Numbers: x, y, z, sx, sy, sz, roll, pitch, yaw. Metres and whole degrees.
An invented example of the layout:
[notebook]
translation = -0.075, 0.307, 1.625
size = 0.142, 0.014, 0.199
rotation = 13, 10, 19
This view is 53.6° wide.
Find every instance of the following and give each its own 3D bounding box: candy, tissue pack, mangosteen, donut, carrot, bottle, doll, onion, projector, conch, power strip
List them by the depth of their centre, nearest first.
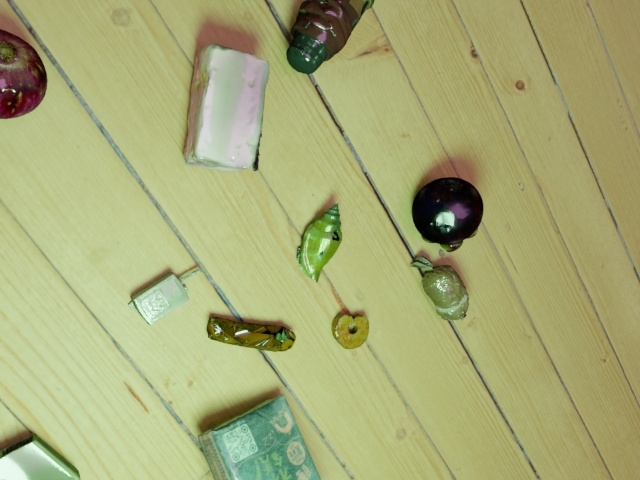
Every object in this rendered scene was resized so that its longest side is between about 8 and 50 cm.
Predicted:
[onion]
translation = -0.612, -0.315, 1.200
size = 0.177, 0.153, 0.177
rotation = 3, 83, -23
[projector]
translation = -0.653, 0.530, 1.288
size = 0.269, 0.088, 0.193
rotation = -45, 112, -18
[candy]
translation = -0.213, -0.292, 1.429
size = 0.155, 0.116, 0.265
rotation = 6, 92, -28
[power strip]
translation = -0.345, 0.118, 1.438
size = 0.175, 0.042, 0.075
rotation = -36, 109, -21
[tissue pack]
translation = -0.123, 0.552, 1.481
size = 0.228, 0.103, 0.316
rotation = -17, 79, -41
[bottle]
translation = 0.011, -0.518, 1.518
size = 0.271, 0.143, 0.156
rotation = -59, 155, -14
[carrot]
translation = -0.169, 0.228, 1.535
size = 0.228, 0.069, 0.069
rotation = 14, 88, -28
[conch]
translation = 0.003, -0.001, 1.600
size = 0.095, 0.079, 0.201
rotation = 31, 89, -8
[donut]
translation = 0.076, 0.237, 1.673
size = 0.108, 0.043, 0.097
rotation = 13, 88, -29
[mangosteen]
translation = 0.349, -0.062, 1.724
size = 0.194, 0.194, 0.230
rotation = -43, 139, -18
[doll]
translation = 0.344, 0.127, 1.775
size = 0.105, 0.115, 0.221
rotation = -34, 103, -11
